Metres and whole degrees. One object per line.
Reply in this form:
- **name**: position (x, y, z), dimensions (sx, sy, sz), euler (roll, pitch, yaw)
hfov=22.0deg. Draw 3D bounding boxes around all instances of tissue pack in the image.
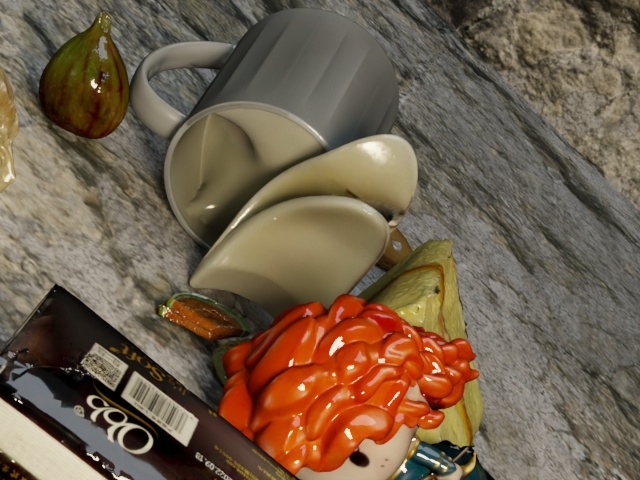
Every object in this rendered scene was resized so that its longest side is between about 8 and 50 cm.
- **tissue pack**: position (-0.158, 0.229, 1.367), dimensions (0.370, 0.198, 0.210), euler (41, 25, -6)

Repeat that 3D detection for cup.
- **cup**: position (-0.076, -0.160, 2.104), dimensions (0.322, 0.237, 0.327), euler (30, 34, -3)

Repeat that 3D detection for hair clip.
- **hair clip**: position (-0.001, -0.008, 1.919), dimensions (0.172, 0.282, 0.113), euler (35, 39, -17)

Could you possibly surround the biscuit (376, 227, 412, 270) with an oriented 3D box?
- **biscuit**: position (0.011, -0.061, 2.362), dimensions (0.339, 0.047, 0.216), euler (34, 25, -21)

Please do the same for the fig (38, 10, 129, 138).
- **fig**: position (-0.276, -0.202, 1.987), dimensions (0.109, 0.155, 0.103), euler (12, 22, -36)

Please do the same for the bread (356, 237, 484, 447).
- **bread**: position (0.143, 0.153, 2.036), dimensions (0.236, 0.198, 0.263), euler (49, 24, -5)

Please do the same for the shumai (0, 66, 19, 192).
- **shumai**: position (-0.393, -0.037, 1.372), dimensions (0.267, 0.314, 0.262), euler (16, 48, -20)

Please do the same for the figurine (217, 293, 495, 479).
- **figurine**: position (0.074, 0.245, 1.750), dimensions (0.306, 0.241, 0.412), euler (-33, 96, -43)

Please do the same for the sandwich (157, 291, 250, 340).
- **sandwich**: position (-0.127, 0.087, 1.857), dimensions (0.101, 0.026, 0.069), euler (25, 18, 10)

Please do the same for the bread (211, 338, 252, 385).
- **bread**: position (-0.068, 0.139, 1.863), dimensions (0.066, 0.060, 0.110), euler (19, 9, 30)
